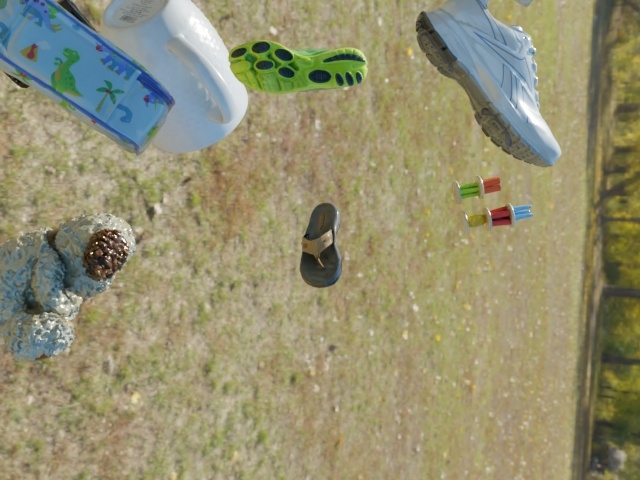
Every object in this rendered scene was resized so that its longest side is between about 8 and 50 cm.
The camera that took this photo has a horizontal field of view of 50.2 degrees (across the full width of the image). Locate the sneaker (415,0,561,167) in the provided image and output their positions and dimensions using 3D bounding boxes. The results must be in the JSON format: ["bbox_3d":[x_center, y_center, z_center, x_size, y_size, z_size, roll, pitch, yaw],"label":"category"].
[{"bbox_3d":[0.269,-0.238,0.996,0.297,0.129,0.111,53,-3,-8],"label":"sneaker"}]

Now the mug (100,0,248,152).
[{"bbox_3d":[-0.323,-0.391,1.571,0.276,0.374,0.328,-43,142,-14],"label":"mug"}]

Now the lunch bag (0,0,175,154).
[{"bbox_3d":[-0.276,-0.188,0.770,0.090,0.219,0.176,-57,-167,-7],"label":"lunch bag"}]

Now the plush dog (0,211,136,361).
[{"bbox_3d":[-0.394,0.033,1.050,0.210,0.226,0.262,65,-10,-15],"label":"plush dog"}]

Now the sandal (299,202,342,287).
[{"bbox_3d":[0.000,0.000,1.381,0.060,0.090,0.219,61,30,-47],"label":"sandal"}]

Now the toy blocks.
[{"bbox_3d":[0.364,-0.082,1.443,0.054,0.148,0.123,88,-8,-77],"label":"toy blocks"}]

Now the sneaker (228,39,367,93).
[{"bbox_3d":[-0.051,-0.360,1.456,0.123,0.296,0.109,-160,-109,-73],"label":"sneaker"}]

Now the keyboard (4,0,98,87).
[{"bbox_3d":[-0.426,-0.293,1.011,0.100,0.192,0.038,52,34,-27],"label":"keyboard"}]

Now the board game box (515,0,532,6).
[{"bbox_3d":[0.308,-0.508,0.988,0.303,0.224,0.097,-41,-148,59],"label":"board game box"}]
